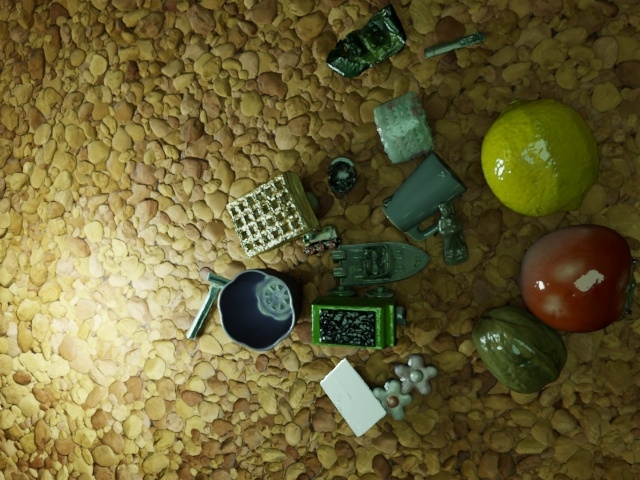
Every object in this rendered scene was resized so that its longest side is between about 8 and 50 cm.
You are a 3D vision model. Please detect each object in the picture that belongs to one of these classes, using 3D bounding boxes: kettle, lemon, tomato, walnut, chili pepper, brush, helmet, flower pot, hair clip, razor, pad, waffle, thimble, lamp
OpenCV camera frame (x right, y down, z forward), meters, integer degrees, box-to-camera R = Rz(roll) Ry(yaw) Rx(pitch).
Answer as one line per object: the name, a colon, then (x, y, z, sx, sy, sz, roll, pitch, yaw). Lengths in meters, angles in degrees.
kettle: (0.338, -0.126, 1.720, 0.210, 0.160, 0.243, 38, 112, -22)
lemon: (0.621, -0.233, 1.547, 0.335, 0.336, 0.336, 1, 95, 14)
tomato: (0.728, 0.107, 1.549, 0.321, 0.321, 0.322, 1, 95, 14)
walnut: (0.598, 0.323, 1.634, 0.283, 0.283, 0.227, 42, 78, 7)
chili pepper: (0.146, -0.620, 1.734, 0.264, 0.116, 0.148, -31, 99, 15)
brush: (0.421, -0.617, 1.699, 0.190, 0.027, 0.034, -12, 90, 15)
helmet: (0.073, -0.213, 1.798, 0.098, 0.070, 0.123, 5, 89, 7)
flower pot: (-0.171, 0.209, 1.810, 0.265, 0.243, 0.265, 2, 96, 16)
hair clip: (0.278, 0.495, 1.817, 0.257, 0.075, 0.146, -44, 79, 9)
razor: (-0.417, 0.243, 1.974, 0.111, 0.056, 0.278, 23, 109, -26)
pad: (0.107, 0.536, 1.846, 0.156, 0.004, 0.232, -49, 67, 25)
waffle: (-0.163, -0.085, 1.802, 0.308, 0.091, 0.213, -23, 89, 38)
thimble: (0.266, -0.343, 1.690, 0.149, 0.185, 0.211, -19, 125, 17)
lamp: (-0.042, -0.081, 1.821, 0.091, 0.091, 0.163, -13, 84, 15)

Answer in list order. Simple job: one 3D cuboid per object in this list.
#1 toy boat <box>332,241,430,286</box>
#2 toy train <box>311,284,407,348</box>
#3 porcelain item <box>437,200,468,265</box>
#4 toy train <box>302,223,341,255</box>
toy boat: (0.198, 0.073, 1.772, 0.319, 0.092, 0.141, -5, 66, 6)
toy train: (0.121, 0.245, 1.739, 0.307, 0.249, 0.174, 1, 97, 13)
porcelain item: (0.410, -0.028, 1.687, 0.081, 0.069, 0.216, -13, 119, 8)
toy train: (0.000, 0.000, 1.848, 0.137, 0.050, 0.087, -17, 86, 16)
